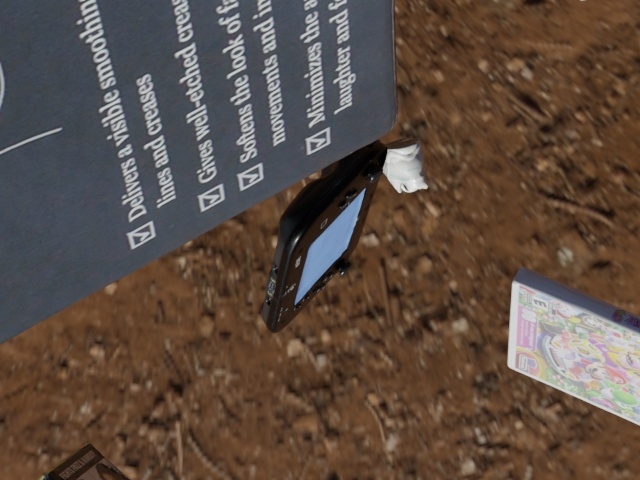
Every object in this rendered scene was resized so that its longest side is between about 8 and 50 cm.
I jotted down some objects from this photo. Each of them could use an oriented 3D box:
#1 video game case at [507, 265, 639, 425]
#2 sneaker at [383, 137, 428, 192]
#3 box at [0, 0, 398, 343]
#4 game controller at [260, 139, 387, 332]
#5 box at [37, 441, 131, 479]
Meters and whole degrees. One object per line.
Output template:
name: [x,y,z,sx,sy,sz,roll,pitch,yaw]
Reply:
video game case: [0.140,0.058,0.685,0.122,0.087,0.011,23,65,17]
sneaker: [0.089,-0.084,1.794,0.054,0.152,0.061,-19,97,-4]
box: [-0.191,-0.104,0.524,0.395,0.212,0.293,-29,148,-17]
game controller: [0.000,0.000,1.780,0.067,0.319,0.166,31,66,8]
box: [-0.070,0.215,0.859,0.232,0.087,0.058,42,98,4]
